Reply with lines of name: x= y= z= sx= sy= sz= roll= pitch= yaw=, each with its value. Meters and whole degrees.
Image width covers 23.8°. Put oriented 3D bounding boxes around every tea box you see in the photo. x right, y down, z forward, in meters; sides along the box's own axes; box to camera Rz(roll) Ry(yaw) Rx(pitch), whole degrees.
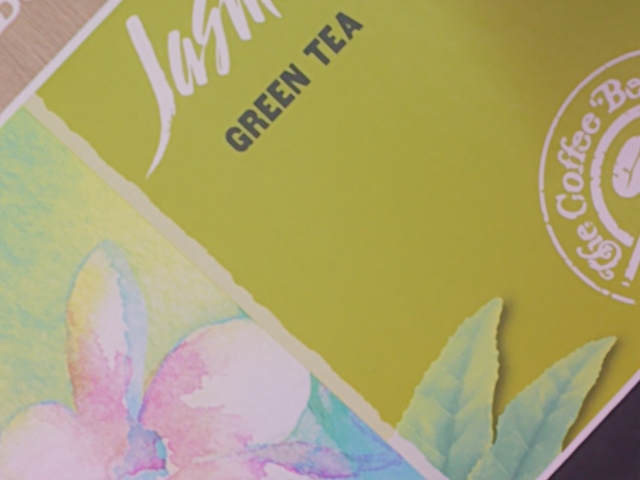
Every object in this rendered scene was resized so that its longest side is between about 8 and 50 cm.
tea box: x=0.000 y=0.000 z=0.546 sx=0.323 sy=0.329 sz=0.220 roll=42 pitch=89 yaw=-14
